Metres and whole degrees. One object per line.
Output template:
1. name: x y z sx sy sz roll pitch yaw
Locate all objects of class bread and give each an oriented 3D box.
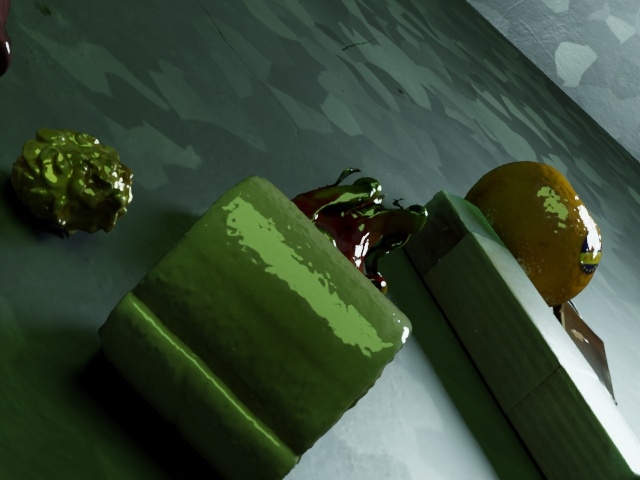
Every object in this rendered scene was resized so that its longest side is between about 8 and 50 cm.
1. bread: -0.040 0.058 0.673 0.141 0.148 0.134 45 -15 2

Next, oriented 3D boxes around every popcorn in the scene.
1. popcorn: -0.168 -0.038 0.746 0.082 0.057 0.083 35 26 -19

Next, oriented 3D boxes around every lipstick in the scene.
1. lipstick: 0.199 0.107 1.100 0.076 0.080 0.371 23 30 -45

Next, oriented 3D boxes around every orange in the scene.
1. orange: 0.240 -0.006 1.277 0.177 0.155 0.178 44 29 -32

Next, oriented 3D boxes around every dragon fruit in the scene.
1. dragon fruit: 0.000 0.000 0.925 0.138 0.175 0.142 55 -8 3

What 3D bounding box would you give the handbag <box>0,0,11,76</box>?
1. handbag: -0.276 -0.184 0.634 0.225 0.146 0.135 43 38 -48

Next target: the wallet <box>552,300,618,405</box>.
1. wallet: 0.313 0.133 1.328 0.095 0.026 0.176 46 21 -9
